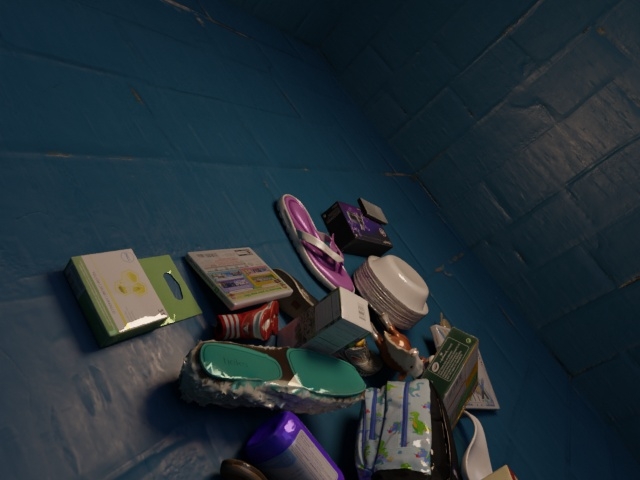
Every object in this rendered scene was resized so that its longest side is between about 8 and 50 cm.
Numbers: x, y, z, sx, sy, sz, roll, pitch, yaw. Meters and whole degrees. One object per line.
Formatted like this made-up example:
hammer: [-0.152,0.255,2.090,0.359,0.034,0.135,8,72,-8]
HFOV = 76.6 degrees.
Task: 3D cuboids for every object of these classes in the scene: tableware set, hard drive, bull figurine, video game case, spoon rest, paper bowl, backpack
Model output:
tableware set: [0.499,0.400,1.632,0.128,0.039,0.194,51,33,-19]
hard drive: [0.215,-0.119,1.682,0.135,0.022,0.094,20,37,-40]
bull figurine: [0.215,0.310,1.199,0.188,0.101,0.310,56,-3,14]
video game case: [-0.199,0.087,1.015,0.193,0.023,0.213,41,23,26]
spoon rest: [0.470,0.648,1.244,0.137,0.084,0.276,35,31,-23]
paper bowl: [0.266,0.163,1.438,0.284,0.148,0.284,35,20,-15]
backpack: [0.193,0.470,0.895,0.355,0.274,0.289,-53,128,-51]
video game case: [0.553,0.489,1.545,0.329,0.036,0.299,22,46,-42]

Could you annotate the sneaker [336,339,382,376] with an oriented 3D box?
sneaker: [0.103,0.310,1.137,0.225,0.093,0.088,37,30,-30]

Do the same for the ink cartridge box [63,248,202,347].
ink cartridge box: [-0.357,0.097,0.817,0.171,0.056,0.235,56,32,14]

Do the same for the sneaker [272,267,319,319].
sneaker: [-0.057,0.169,1.132,0.222,0.083,0.118,47,7,15]

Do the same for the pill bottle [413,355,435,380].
pill bottle: [0.364,0.421,1.333,0.067,0.120,0.067,35,31,-24]

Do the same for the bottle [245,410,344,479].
bottle: [-0.017,0.463,0.768,0.282,0.118,0.092,53,27,-3]

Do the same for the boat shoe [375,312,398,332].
boat shoe: [0.233,0.286,1.399,0.049,0.043,0.136,14,42,-43]

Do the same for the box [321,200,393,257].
box: [0.150,-0.037,1.620,0.261,0.103,0.184,12,48,-48]

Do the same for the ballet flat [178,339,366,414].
ballet flat: [-0.098,0.294,0.841,0.410,0.147,0.146,20,39,-30]

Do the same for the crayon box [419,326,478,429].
crayon box: [0.381,0.423,1.191,0.083,0.203,0.322,24,-28,36]

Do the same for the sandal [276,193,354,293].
sandal: [-0.007,0.003,1.351,0.416,0.102,0.169,54,30,10]

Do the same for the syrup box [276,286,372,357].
syrup box: [0.002,0.220,0.962,0.096,0.237,0.093,32,34,-27]

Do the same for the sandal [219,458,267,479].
sandal: [-0.091,0.462,0.703,0.219,0.090,0.060,44,39,-10]

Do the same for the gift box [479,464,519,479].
gift box: [0.406,0.715,0.913,0.255,0.258,0.276,54,10,14]

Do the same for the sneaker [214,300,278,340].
sneaker: [-0.170,0.182,0.936,0.221,0.128,0.086,71,18,-80]
